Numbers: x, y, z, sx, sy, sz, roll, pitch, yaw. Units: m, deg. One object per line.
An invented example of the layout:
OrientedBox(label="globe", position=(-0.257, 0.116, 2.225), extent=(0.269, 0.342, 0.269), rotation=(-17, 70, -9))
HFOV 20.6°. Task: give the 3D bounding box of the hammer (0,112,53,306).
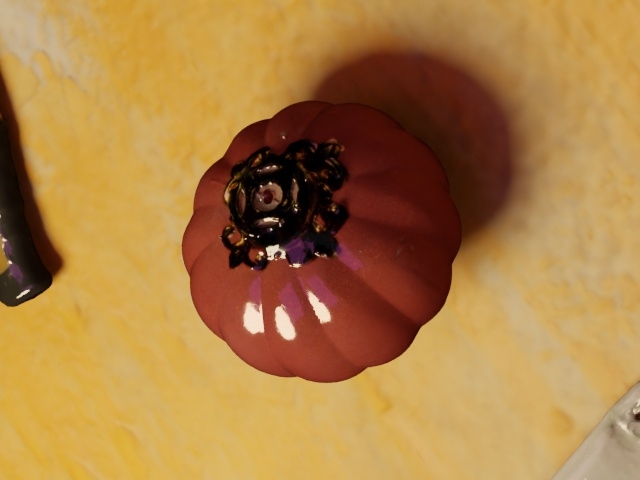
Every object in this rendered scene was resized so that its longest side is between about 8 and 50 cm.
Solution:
OrientedBox(label="hammer", position=(-0.157, -0.068, 0.769), extent=(0.078, 0.021, 0.201), rotation=(-7, 101, 31))

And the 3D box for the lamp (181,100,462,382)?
OrientedBox(label="lamp", position=(0.000, 0.000, 0.659), extent=(0.107, 0.092, 0.107), rotation=(-10, 65, 24))

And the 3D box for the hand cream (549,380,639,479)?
OrientedBox(label="hand cream", position=(0.057, 0.215, 0.692), extent=(0.121, 0.076, 0.336), rotation=(42, 106, 6))
